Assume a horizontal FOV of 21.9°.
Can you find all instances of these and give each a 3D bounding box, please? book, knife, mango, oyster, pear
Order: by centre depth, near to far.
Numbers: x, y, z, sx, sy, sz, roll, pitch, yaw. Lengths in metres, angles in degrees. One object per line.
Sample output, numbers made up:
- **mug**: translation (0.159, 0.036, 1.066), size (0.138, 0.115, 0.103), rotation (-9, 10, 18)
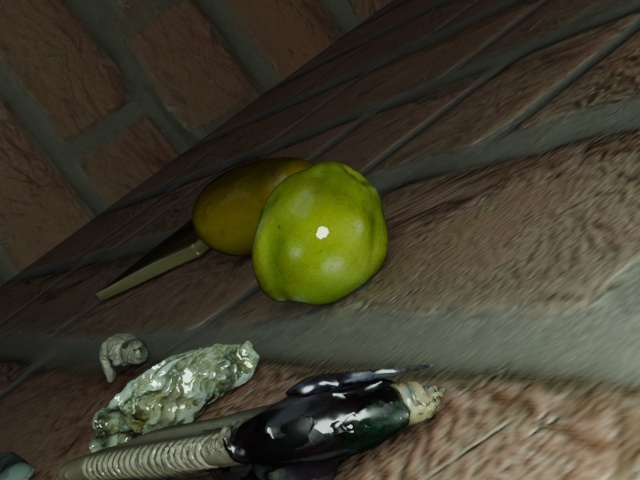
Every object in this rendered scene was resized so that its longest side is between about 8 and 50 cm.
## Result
- **knife**: translation (-0.051, 0.106, 0.819), size (0.089, 0.043, 0.365), rotation (-3, -10, -26)
- **oyster**: translation (-0.093, 0.107, 1.027), size (0.098, 0.037, 0.100), rotation (-19, -24, -37)
- **pear**: translation (0.000, 0.000, 1.066), size (0.097, 0.092, 0.092), rotation (-50, 4, 18)
- **mango**: translation (-0.052, -0.033, 1.471), size (0.103, 0.076, 0.161), rotation (-35, 10, -32)
- **book**: translation (-0.144, -0.005, 1.873), size (0.170, 0.018, 0.242), rotation (-41, 10, -35)

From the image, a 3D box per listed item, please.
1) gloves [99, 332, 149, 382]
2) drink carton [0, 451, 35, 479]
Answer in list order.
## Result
- **gloves**: translation (-0.158, 0.092, 1.346), size (0.044, 0.037, 0.081), rotation (2, -20, -31)
- **drink carton**: translation (-0.349, 0.157, 1.220), size (0.185, 0.189, 0.191), rotation (-43, 9, -12)
